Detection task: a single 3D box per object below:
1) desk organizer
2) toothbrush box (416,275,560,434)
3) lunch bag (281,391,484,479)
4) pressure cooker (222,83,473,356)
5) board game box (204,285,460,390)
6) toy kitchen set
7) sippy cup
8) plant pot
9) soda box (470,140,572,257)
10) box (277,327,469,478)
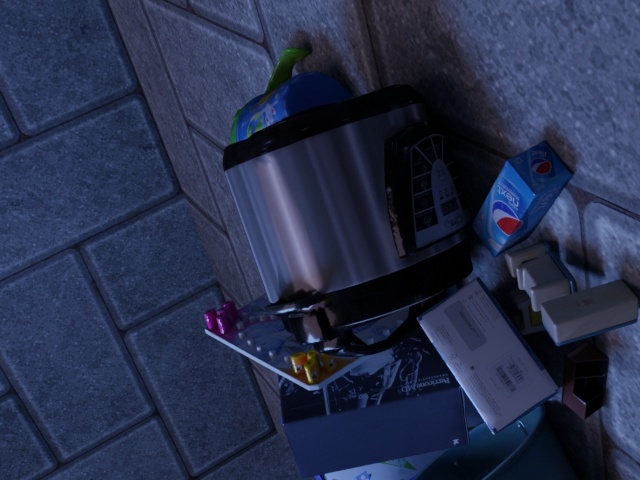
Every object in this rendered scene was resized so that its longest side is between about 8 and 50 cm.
[{"bbox_3d":[0.425,0.226,1.365,0.050,0.047,0.130,42,154,42],"label":"desk organizer"},{"bbox_3d":[0.285,0.199,1.426,0.216,0.126,0.295,57,-176,17],"label":"toothbrush box"},{"bbox_3d":[0.149,0.423,1.879,0.328,0.386,0.239,50,159,32],"label":"lunch bag"},{"bbox_3d":[0.062,-0.020,1.446,0.375,0.370,0.420,-133,25,-86],"label":"pressure cooker"},{"bbox_3d":[0.016,0.128,1.701,0.390,0.390,0.050,18,128,51],"label":"board game box"},{"bbox_3d":[0.375,0.108,1.275,0.207,0.122,0.166,-108,1,-56],"label":"toy kitchen set"},{"bbox_3d":[-0.042,-0.230,1.737,0.305,0.240,0.224,53,152,-3],"label":"sippy cup"},{"bbox_3d":[0.374,0.532,1.560,0.334,0.341,0.341,52,162,3],"label":"plant pot"},{"bbox_3d":[0.294,-0.056,1.264,0.067,0.071,0.210,56,162,20],"label":"soda box"},{"bbox_3d":[0.095,0.271,1.711,0.312,0.343,0.179,-101,-3,-51],"label":"box"}]
